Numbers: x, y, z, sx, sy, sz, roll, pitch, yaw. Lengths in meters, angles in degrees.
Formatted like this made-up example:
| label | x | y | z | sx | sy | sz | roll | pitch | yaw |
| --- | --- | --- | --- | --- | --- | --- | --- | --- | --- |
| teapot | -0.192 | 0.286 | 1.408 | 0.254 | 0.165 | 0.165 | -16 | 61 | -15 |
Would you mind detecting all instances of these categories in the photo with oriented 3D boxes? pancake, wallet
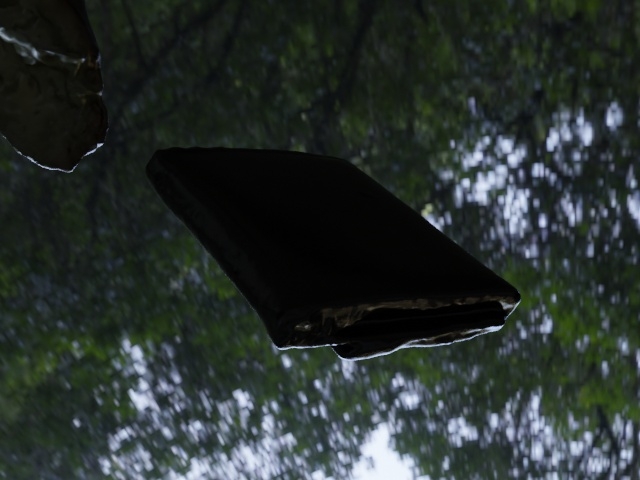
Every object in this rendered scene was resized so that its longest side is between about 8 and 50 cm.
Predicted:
| label | x | y | z | sx | sy | sz | roll | pitch | yaw |
| --- | --- | --- | --- | --- | --- | --- | --- | --- | --- |
| pancake | -0.112 | -0.174 | 0.467 | 0.056 | 0.257 | 0.212 | -10 | -149 | -3 |
| wallet | 0.000 | 0.000 | 1.080 | 0.182 | 0.049 | 0.229 | -3 | -150 | -31 |
